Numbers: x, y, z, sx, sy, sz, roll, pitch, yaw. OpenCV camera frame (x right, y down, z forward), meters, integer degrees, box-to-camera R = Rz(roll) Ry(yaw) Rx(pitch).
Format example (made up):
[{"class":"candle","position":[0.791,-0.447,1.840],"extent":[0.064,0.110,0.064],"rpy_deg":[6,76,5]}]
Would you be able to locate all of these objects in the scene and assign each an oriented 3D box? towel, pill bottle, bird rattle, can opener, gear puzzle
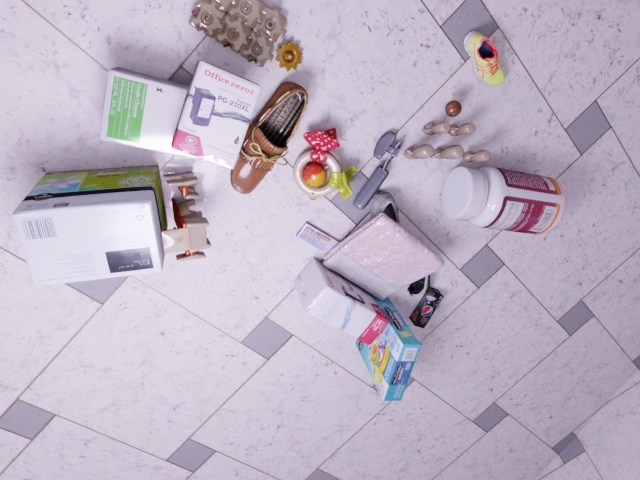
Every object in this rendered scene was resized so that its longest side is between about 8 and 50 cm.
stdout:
[{"class":"towel","position":[0.226,0.074,1.708],"extent":[0.332,0.053,0.317],"rpy_deg":[34,127,-27]},{"class":"pill bottle","position":[0.661,-0.148,1.711],"extent":[0.392,0.224,0.224],"rpy_deg":[7,113,-18]},{"class":"bird rattle","position":[0.003,-0.237,1.547],"extent":[0.207,0.143,0.253],"rpy_deg":[-29,118,19]},{"class":"can opener","position":[0.189,-0.244,1.634],"extent":[0.095,0.076,0.283],"rpy_deg":[36,104,6]},{"class":"gear puzzle","position":[-0.193,-0.612,1.355],"extent":[0.339,0.044,0.175],"rpy_deg":[24,105,-27]}]

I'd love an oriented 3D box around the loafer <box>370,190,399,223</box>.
[{"class":"loafer","position":[0.237,-0.021,1.719],"extent":[0.112,0.111,0.319],"rpy_deg":[-14,118,-9]}]

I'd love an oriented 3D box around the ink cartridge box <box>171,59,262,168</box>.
[{"class":"ink cartridge box","position":[-0.279,-0.336,1.256],"extent":[0.172,0.100,0.237],"rpy_deg":[17,104,-22]}]

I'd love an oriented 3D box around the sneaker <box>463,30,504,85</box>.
[{"class":"sneaker","position":[0.550,-0.588,1.539],"extent":[0.081,0.094,0.208],"rpy_deg":[-46,120,7]}]

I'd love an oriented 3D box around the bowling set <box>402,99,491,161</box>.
[{"class":"bowling set","position":[0.442,-0.367,1.611],"extent":[0.287,0.154,0.200],"rpy_deg":[4,96,-16]}]

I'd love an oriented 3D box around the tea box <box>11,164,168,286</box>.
[{"class":"tea box","position":[-0.625,-0.058,1.340],"extent":[0.329,0.323,0.220],"rpy_deg":[-6,117,-13]}]

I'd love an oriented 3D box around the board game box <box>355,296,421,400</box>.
[{"class":"board game box","position":[0.246,0.399,1.799],"extent":[0.079,0.336,0.254],"rpy_deg":[6,113,-18]}]

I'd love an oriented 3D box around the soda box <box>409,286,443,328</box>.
[{"class":"soda box","position":[0.441,0.280,1.953],"extent":[0.053,0.060,0.169],"rpy_deg":[19,109,-22]}]

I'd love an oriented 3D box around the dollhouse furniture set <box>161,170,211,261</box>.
[{"class":"dollhouse furniture set","position":[-0.429,-0.055,1.435],"extent":[0.135,0.259,0.262],"rpy_deg":[-10,116,-22]}]

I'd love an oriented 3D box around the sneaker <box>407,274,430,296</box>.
[{"class":"sneaker","position":[0.376,0.127,1.847],"extent":[0.097,0.084,0.235],"rpy_deg":[-14,118,-7]}]

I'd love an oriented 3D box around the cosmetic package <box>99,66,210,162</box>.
[{"class":"cosmetic package","position":[-0.418,-0.353,1.351],"extent":[0.365,0.155,0.197],"rpy_deg":[9,109,-18]}]

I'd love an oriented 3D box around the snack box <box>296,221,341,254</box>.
[{"class":"snack box","position":[0.000,0.000,1.715],"extent":[0.178,0.022,0.064],"rpy_deg":[30,105,-26]}]

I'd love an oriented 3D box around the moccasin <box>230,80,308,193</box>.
[{"class":"moccasin","position":[-0.156,-0.305,1.450],"extent":[0.139,0.147,0.380],"rpy_deg":[34,103,-27]}]

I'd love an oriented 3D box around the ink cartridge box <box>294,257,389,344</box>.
[{"class":"ink cartridge box","position":[0.074,0.225,1.730],"extent":[0.306,0.226,0.131],"rpy_deg":[34,102,-27]}]
